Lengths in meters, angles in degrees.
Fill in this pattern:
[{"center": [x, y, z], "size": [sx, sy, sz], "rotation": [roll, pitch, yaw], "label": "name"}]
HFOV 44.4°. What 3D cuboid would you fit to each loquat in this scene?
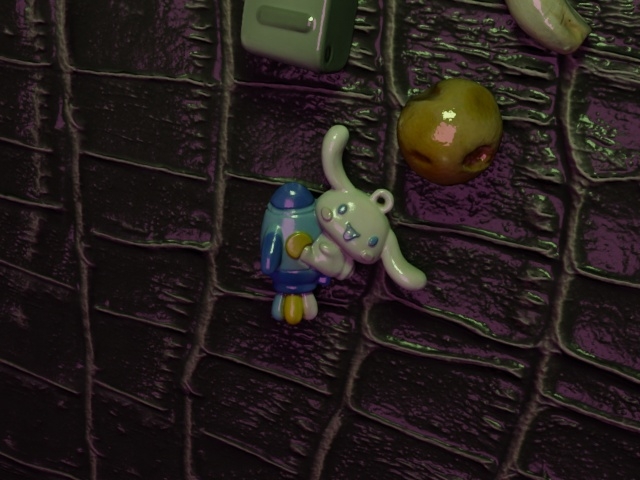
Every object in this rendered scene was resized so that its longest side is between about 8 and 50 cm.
[{"center": [0.249, -0.217, 1.526], "size": [0.213, 0.213, 0.213], "rotation": [5, 107, 16], "label": "loquat"}]

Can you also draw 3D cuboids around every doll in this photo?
[{"center": [-0.003, -0.001, 1.668], "size": [0.365, 0.187, 0.376], "rotation": [-29, 77, 15], "label": "doll"}]

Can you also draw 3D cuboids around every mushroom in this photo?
[{"center": [0.386, -0.504, 1.457], "size": [0.122, 0.095, 0.351], "rotation": [-28, 98, 4], "label": "mushroom"}]

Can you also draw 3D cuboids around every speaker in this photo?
[{"center": [-0.025, -0.543, 1.528], "size": [0.184, 0.183, 0.406], "rotation": [16, 109, 18], "label": "speaker"}]
